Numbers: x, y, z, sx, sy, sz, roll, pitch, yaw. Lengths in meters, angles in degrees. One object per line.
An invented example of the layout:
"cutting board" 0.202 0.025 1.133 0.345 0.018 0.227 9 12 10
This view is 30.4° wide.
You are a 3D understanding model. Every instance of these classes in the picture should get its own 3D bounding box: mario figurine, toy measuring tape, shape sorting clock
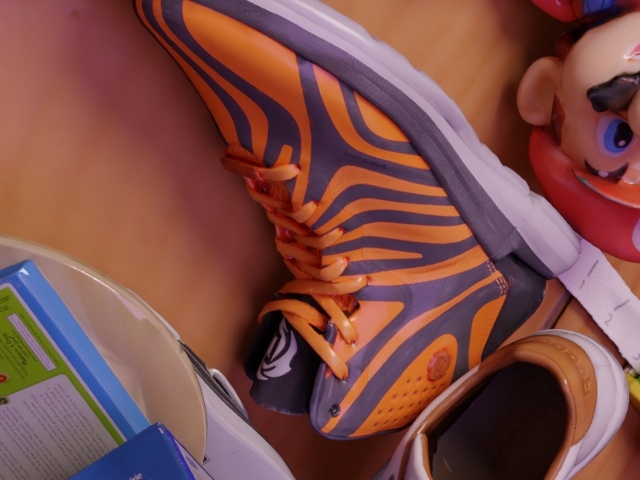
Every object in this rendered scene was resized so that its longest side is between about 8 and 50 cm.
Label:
"mario figurine" 0.182 -0.139 0.622 0.170 0.198 0.321 -21 115 -46
"toy measuring tape" 0.261 0.103 0.803 0.121 0.121 0.330 -47 124 -6
"shape sorting clock" -0.156 0.081 0.557 0.206 0.040 0.206 -1 122 -1

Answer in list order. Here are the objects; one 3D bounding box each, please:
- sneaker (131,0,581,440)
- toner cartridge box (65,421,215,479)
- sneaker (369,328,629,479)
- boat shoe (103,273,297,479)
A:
"sneaker" 0.000 0.000 0.609 0.321 0.124 0.180 37 88 -34
"toner cartridge box" -0.176 0.233 0.537 0.347 0.075 0.165 -32 143 -4
"sneaker" 0.047 0.163 0.643 0.290 0.106 0.123 -56 156 9
"boat shoe" -0.069 0.106 0.639 0.077 0.070 0.219 -29 117 3
